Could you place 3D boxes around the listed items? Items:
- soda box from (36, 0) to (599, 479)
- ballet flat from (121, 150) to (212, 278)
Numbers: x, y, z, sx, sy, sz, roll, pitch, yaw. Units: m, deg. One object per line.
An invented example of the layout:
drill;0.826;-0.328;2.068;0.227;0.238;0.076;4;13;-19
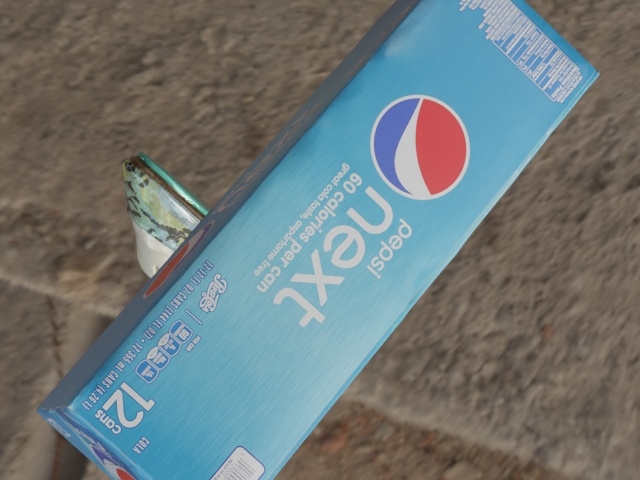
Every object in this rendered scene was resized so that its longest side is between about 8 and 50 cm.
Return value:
soda box;0.000;0.000;0.563;0.067;0.071;0.210;43;73;-8
ballet flat;-0.073;0.008;0.996;0.070;0.188;0.070;-12;64;26
